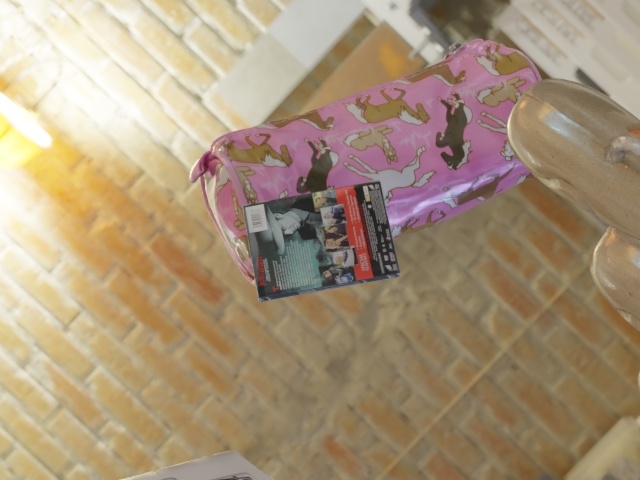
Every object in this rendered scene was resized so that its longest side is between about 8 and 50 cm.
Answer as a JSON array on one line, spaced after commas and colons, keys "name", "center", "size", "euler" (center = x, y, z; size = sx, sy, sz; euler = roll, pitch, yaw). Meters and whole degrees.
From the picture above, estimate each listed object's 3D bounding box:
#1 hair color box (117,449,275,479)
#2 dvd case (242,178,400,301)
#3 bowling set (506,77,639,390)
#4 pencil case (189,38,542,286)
[{"name": "hair color box", "center": [-0.188, 0.275, 0.854], "size": [0.185, 0.374, 0.114], "euler": [15, 112, 59]}, {"name": "dvd case", "center": [0.000, 0.000, 0.957], "size": [0.013, 0.119, 0.087], "euler": [88, 171, -68]}, {"name": "bowling set", "center": [0.219, -0.004, 0.460], "size": [0.154, 0.200, 0.287], "euler": [43, 179, 41]}, {"name": "pencil case", "center": [0.059, -0.087, 1.250], "size": [0.167, 0.386, 0.160], "euler": [53, 159, 39]}]
